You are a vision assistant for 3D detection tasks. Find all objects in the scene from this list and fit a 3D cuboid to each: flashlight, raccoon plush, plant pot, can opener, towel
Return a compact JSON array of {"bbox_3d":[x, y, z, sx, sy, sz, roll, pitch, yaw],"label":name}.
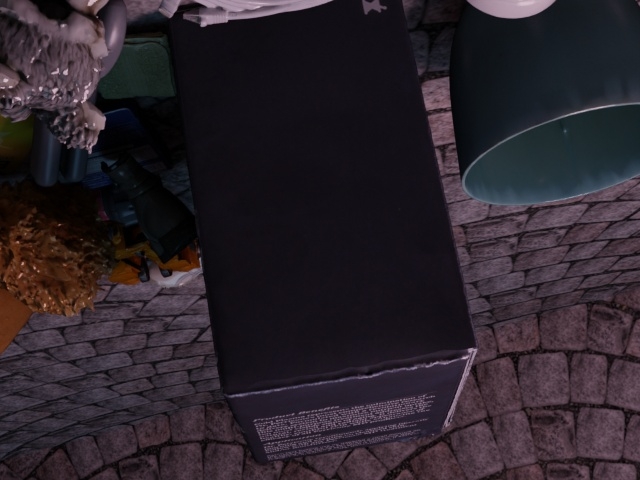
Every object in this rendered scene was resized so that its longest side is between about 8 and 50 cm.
[{"bbox_3d":[-0.391,-0.035,1.847,0.304,0.103,0.103,-12,160,7],"label":"flashlight"},{"bbox_3d":[-0.353,-0.180,1.151,0.216,0.299,0.446,6,155,-41],"label":"raccoon plush"},{"bbox_3d":[0.295,-0.208,1.547,0.293,0.235,0.293,-10,160,-4],"label":"plant pot"},{"bbox_3d":[-0.289,-0.173,1.427,0.074,0.093,0.280,-9,138,-31],"label":"can opener"},{"bbox_3d":[-0.234,-0.214,1.526,0.110,0.027,0.148,-4,161,-1],"label":"towel"}]

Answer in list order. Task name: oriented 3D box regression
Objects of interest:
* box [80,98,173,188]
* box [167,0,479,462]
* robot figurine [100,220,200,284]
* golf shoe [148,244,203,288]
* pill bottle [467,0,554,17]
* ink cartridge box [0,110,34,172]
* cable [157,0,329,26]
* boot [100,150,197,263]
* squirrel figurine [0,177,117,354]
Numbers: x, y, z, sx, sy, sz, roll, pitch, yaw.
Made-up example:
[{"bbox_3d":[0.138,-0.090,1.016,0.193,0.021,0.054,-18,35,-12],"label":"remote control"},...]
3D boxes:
[{"bbox_3d":[-0.299,-0.137,1.706,0.136,0.037,0.225,-13,162,4],"label":"box"},{"bbox_3d":[0.000,0.000,1.590,0.297,0.480,0.472,-9,161,-3],"label":"box"},{"bbox_3d":[-0.303,0.008,2.020,0.211,0.085,0.291,-14,165,5],"label":"robot figurine"},{"bbox_3d":[-0.232,0.033,2.219,0.176,0.069,0.086,-10,141,-13],"label":"golf shoe"},{"bbox_3d":[0.209,-0.346,1.219,0.162,0.162,0.278,-10,160,-5],"label":"pill bottle"},{"bbox_3d":[-0.505,-0.142,1.527,0.303,0.072,0.307,0,155,-34],"label":"ink cartridge box"},{"bbox_3d":[-0.035,-0.323,1.255,0.257,0.089,0.257,-6,160,-17],"label":"cable"},{"bbox_3d":[-0.237,-0.056,1.725,0.083,0.161,0.246,-40,-178,-9],"label":"boot"},{"bbox_3d":[-0.470,0.007,1.601,0.396,0.281,0.370,-14,168,-1],"label":"squirrel figurine"}]
